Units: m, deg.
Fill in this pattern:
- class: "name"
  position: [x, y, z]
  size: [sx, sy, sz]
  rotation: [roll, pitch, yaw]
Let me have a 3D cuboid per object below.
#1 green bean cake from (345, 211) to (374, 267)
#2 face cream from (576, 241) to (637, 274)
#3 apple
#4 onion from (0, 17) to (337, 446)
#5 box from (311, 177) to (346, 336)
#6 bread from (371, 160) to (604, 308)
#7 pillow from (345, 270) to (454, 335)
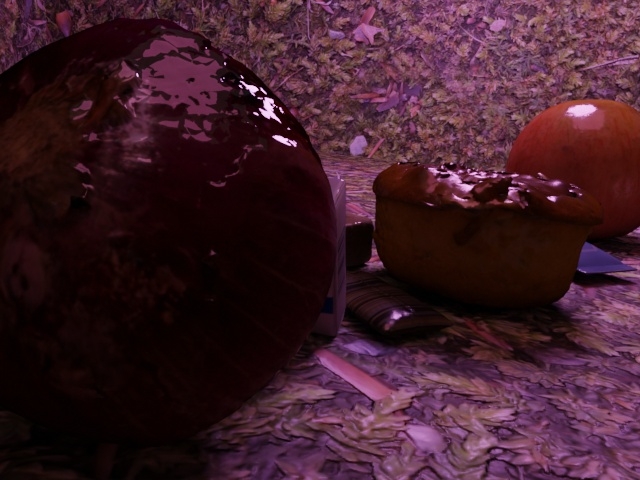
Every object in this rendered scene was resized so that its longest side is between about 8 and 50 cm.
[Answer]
- class: "green bean cake"
  position: [0.000, 0.000, 1.073]
  size: [0.109, 0.085, 0.179]
  rotation: [17, 18, 36]
- class: "face cream"
  position: [0.434, -0.006, 1.287]
  size: [0.136, 0.086, 0.385]
  rotation: [-2, 19, -27]
- class: "apple"
  position: [0.637, -0.173, 1.542]
  size: [0.364, 0.363, 0.364]
  rotation: [5, 13, -1]
- class: "onion"
  position: [-0.142, 0.015, 0.566]
  size: [0.348, 0.347, 0.385]
  rotation: [10, -20, 20]
- class: "box"
  position: [-0.141, 0.001, 0.762]
  size: [0.344, 0.200, 0.065]
  rotation: [8, 40, 13]
- class: "bread"
  position: [0.249, -0.017, 1.001]
  size: [0.337, 0.204, 0.358]
  rotation: [2, 9, -1]
- class: "pillow"
  position: [0.072, 0.080, 0.855]
  size: [0.113, 0.038, 0.203]
  rotation: [-3, 16, -32]
